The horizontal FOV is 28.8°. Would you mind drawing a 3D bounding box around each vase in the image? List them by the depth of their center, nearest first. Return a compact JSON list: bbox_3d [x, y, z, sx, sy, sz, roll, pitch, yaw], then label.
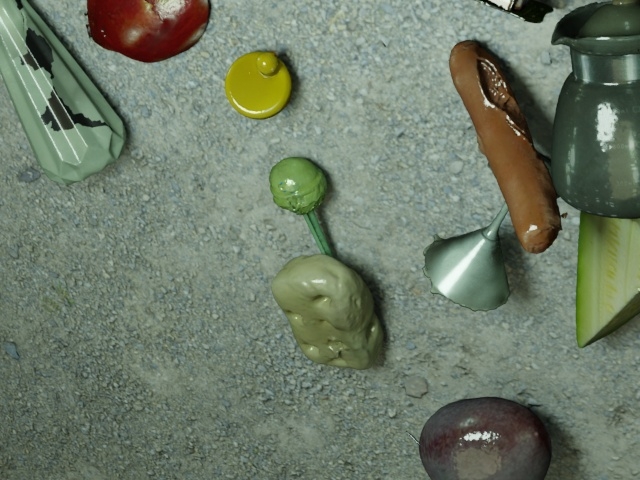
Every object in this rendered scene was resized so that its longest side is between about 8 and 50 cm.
[{"bbox_3d":[-0.471,-0.277,2.110,0.165,0.165,0.360,-14,112,39],"label":"vase"}]

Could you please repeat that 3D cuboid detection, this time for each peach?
[{"bbox_3d":[-0.300,-0.359,1.989,0.279,0.068,0.189,-21,110,41],"label":"peach"}]

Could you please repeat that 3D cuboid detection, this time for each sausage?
[{"bbox_3d":[0.258,-0.134,1.727,0.079,0.087,0.327,-28,67,22],"label":"sausage"}]

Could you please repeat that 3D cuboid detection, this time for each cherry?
[{"bbox_3d":[0.278,0.366,2.126,0.213,0.184,0.266,44,139,-18],"label":"cherry"}]

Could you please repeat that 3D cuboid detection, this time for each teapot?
[{"bbox_3d":[0.430,-0.191,1.570,0.305,0.223,0.285,5,120,33],"label":"teapot"}]

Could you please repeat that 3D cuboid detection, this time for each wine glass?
[{"bbox_3d":[0.261,-0.022,1.860,0.156,0.156,0.232,31,132,7],"label":"wine glass"}]

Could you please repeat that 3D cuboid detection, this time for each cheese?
[{"bbox_3d":[0.013,0.125,2.129,0.159,0.093,0.263,8,144,24],"label":"cheese"}]

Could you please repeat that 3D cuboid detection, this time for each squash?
[{"bbox_3d":[0.474,0.065,1.808,0.203,0.111,0.289,37,143,49],"label":"squash"}]

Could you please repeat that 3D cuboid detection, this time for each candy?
[{"bbox_3d":[0.000,0.000,2.095,0.093,0.092,0.336,-21,126,2],"label":"candy"}]

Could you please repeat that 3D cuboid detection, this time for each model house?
[{"bbox_3d":[0.234,-0.361,1.637,0.167,0.117,0.088,25,118,14],"label":"model house"}]

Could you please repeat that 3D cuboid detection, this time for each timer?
[{"bbox_3d":[-0.096,-0.241,1.924,0.107,0.109,0.107,0,90,5],"label":"timer"}]
